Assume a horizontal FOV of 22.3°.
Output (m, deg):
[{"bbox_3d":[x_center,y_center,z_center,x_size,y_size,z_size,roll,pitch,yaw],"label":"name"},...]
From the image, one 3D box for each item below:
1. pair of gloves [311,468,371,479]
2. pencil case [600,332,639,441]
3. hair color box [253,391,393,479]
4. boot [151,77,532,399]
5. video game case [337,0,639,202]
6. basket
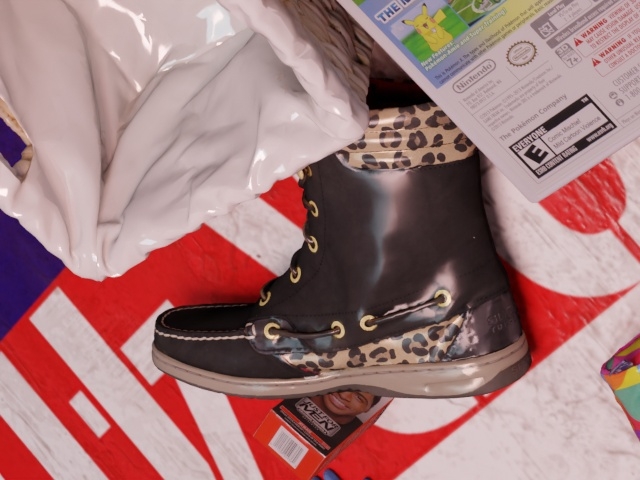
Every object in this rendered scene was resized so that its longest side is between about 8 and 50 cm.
[{"bbox_3d":[0.028,0.333,1.694,0.159,0.023,0.198,38,124,12],"label":"pair of gloves"},{"bbox_3d":[0.335,0.179,1.402,0.104,0.104,0.236,-28,96,35],"label":"pencil case"},{"bbox_3d":[0.005,0.170,1.569,0.072,0.141,0.043,40,124,11],"label":"hair color box"},{"bbox_3d":[0.000,0.000,1.506,0.377,0.138,0.284,1,111,26],"label":"boot"},{"bbox_3d":[0.186,-0.214,1.221,0.300,0.036,0.329,45,127,-14],"label":"video game case"},{"bbox_3d":[-0.162,-0.202,1.372,0.331,0.266,0.328,-27,120,29],"label":"basket"}]
